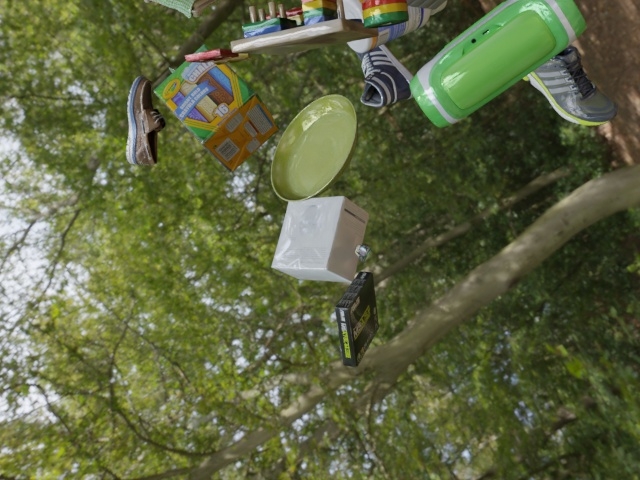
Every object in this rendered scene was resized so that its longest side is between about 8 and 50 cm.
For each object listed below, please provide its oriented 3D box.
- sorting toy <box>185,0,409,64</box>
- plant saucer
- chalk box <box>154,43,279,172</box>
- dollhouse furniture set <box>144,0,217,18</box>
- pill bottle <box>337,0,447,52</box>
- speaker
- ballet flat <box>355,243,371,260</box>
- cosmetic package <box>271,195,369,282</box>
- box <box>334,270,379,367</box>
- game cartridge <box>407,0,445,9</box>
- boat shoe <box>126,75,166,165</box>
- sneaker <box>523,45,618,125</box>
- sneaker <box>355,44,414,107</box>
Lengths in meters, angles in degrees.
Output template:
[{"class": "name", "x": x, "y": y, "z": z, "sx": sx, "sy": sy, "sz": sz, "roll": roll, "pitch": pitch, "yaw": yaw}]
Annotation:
[{"class": "sorting toy", "x": -0.025, "y": -0.247, "z": 0.663, "sx": 0.132, "sy": 0.275, "sz": 0.046, "roll": -35, "pitch": -61, "yaw": -63}, {"class": "plant saucer", "x": -0.007, "y": -0.183, "z": 1.177, "sx": 0.037, "sy": 0.241, "sz": 0.240, "roll": 28, "pitch": -146, "yaw": -39}, {"class": "chalk box", "x": -0.277, "y": -0.351, "z": 1.465, "sx": 0.289, "sy": 0.179, "sz": 0.180, "roll": 48, "pitch": 180, "yaw": 23}, {"class": "dollhouse furniture set", "x": -0.190, "y": -0.550, "z": 1.039, "sx": 0.198, "sy": 0.302, "sz": 0.151, "roll": 30, "pitch": 150, "yaw": 38}, {"class": "pill bottle", "x": 0.194, "y": -0.617, "z": 1.527, "sx": 0.152, "sy": 0.272, "sz": 0.152, "roll": 54, "pitch": 164, "yaw": 24}, {"class": "speaker", "x": 0.312, "y": -0.333, "z": 1.041, "sx": 0.131, "sy": 0.297, "sz": 0.131, "roll": 41, "pitch": -150, "yaw": -30}, {"class": "ballet flat", "x": 0.117, "y": 0.030, "z": 1.606, "sx": 0.041, "sy": 0.041, "sz": 0.114, "roll": 58, "pitch": 172, "yaw": 10}, {"class": "cosmetic package", "x": 0.000, "y": 0.000, "z": 1.723, "sx": 0.138, "sy": 0.224, "sz": 0.224, "roll": 31, "pitch": -112, "yaw": -44}, {"class": "box", "x": 0.100, "y": 0.205, "z": 1.524, "sx": 0.190, "sy": 0.045, "sz": 0.184, "roll": -47, "pitch": -43, "yaw": -54}, {"class": "game cartridge", "x": 0.309, "y": -0.639, "z": 1.257, "sx": 0.230, "sy": 0.355, "sz": 0.068, "roll": -20, "pitch": -95, "yaw": -43}, {"class": "boat shoe", "x": -0.357, "y": -0.245, "z": 1.196, "sx": 0.066, "sy": 0.183, "sz": 0.066, "roll": 11, "pitch": -160, "yaw": 7}, {"class": "sneaker", "x": 0.610, "y": -0.402, "z": 1.426, "sx": 0.300, "sy": 0.111, "sz": 0.121, "roll": 44, "pitch": 165, "yaw": 14}, {"class": "sneaker", "x": 0.156, "y": -0.515, "z": 1.766, "sx": 0.282, "sy": 0.153, "sz": 0.099, "roll": 51, "pitch": 157, "yaw": 27}]
